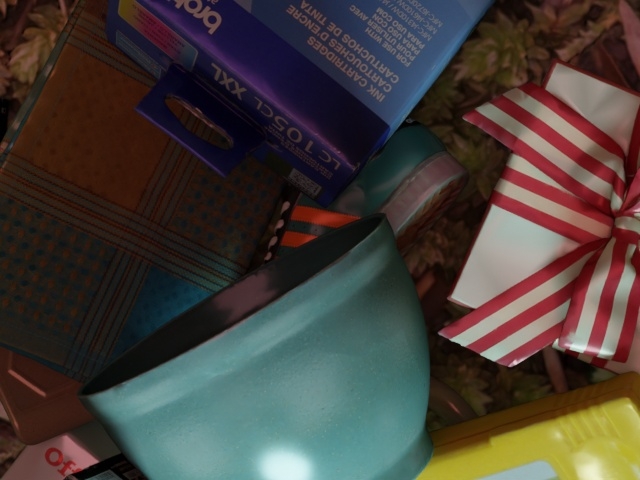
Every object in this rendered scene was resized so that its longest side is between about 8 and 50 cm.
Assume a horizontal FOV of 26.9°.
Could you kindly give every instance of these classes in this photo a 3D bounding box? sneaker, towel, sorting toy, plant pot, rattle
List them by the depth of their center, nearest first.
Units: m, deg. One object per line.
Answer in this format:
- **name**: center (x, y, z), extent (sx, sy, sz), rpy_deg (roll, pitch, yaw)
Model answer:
- **plant pot**: center (-0.026, 0.134, 1.112), extent (0.293, 0.293, 0.196), rpy_deg (-29, 95, 7)
- **towel**: center (-0.174, -0.043, 1.263), extent (0.271, 0.040, 0.370), rpy_deg (30, 77, -25)
- **sorting toy**: center (-0.282, 0.077, 1.289), extent (0.307, 0.041, 0.229), rpy_deg (-21, 78, -28)
- **rattle**: center (0.115, 0.226, 1.296), extent (0.200, 0.130, 0.142), rpy_deg (30, 106, -18)
- **sneaker**: center (0.000, 0.000, 1.306), extent (0.302, 0.108, 0.121), rpy_deg (-44, 71, 5)

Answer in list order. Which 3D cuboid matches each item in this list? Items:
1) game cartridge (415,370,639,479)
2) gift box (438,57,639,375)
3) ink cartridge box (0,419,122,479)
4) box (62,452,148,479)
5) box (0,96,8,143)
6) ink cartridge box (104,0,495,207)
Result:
- **game cartridge**: center (0.201, 0.275, 1.173), extent (0.324, 0.052, 0.285), rpy_deg (-24, 108, 37)
- **gift box**: center (0.240, -0.003, 1.185), extent (0.276, 0.258, 0.255), rpy_deg (19, 91, 8)
- **ink cartridge box**: center (-0.259, 0.334, 1.323), extent (0.207, 0.117, 0.283), rpy_deg (39, 94, 8)
- **box**: center (-0.242, 0.321, 1.131), extent (0.079, 0.257, 0.322), rpy_deg (40, 94, 6)
- **box**: center (-0.416, -0.109, 1.337), extent (0.158, 0.156, 0.093), rpy_deg (4, 91, 9)
- **ink cartridge box**: center (-0.008, -0.221, 1.204), extent (0.270, 0.151, 0.395), rpy_deg (38, 74, -1)
